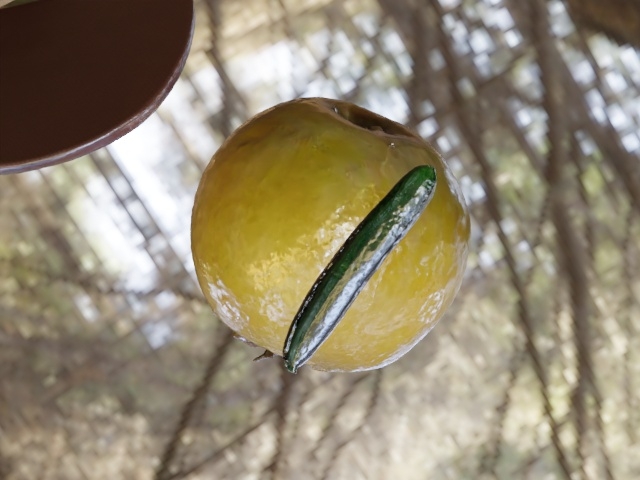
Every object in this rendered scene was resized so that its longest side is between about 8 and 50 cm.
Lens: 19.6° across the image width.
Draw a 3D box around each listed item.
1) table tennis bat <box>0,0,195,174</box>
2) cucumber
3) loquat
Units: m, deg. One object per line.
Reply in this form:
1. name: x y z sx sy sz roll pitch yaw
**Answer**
1. table tennis bat: -0.139 -0.125 1.041 0.154 0.021 0.274 -9 -141 14
2. cucumber: 0.026 0.017 1.364 0.184 0.036 0.033 -52 -154 4
3. loquat: 0.000 0.000 1.750 0.275 0.275 0.275 -29 -164 9
